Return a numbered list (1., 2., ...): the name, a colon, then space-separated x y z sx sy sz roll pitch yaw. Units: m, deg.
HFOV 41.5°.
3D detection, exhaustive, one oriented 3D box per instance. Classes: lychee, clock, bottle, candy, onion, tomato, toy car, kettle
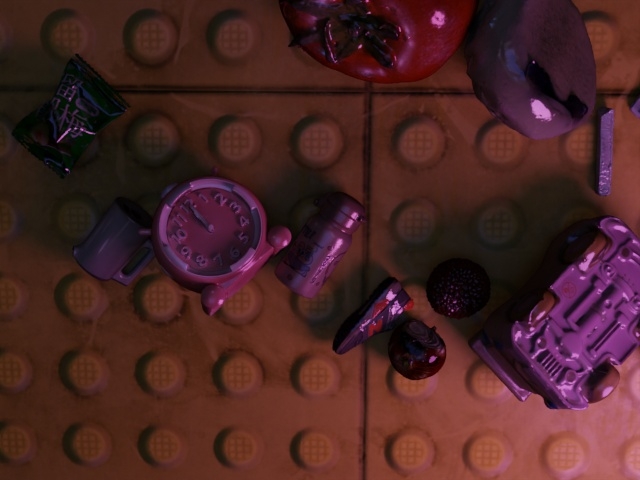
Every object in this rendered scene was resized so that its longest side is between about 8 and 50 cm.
1. lychee: 0.262 0.096 1.630 0.129 0.123 0.123 -37 99 -27
2. clock: -0.213 -0.011 1.617 0.227 0.142 0.241 -43 87 -16
3. bottle: 0.000 0.000 1.637 0.110 0.097 0.209 38 100 23
4. candy: -0.482 -0.237 1.621 0.141 0.078 0.203 42 88 -17
5. onion: 0.188 0.220 1.667 0.117 0.118 0.118 40 101 23
6. tomato: 0.103 -0.437 1.459 0.341 0.272 0.341 16 144 12
7. toy car: 0.476 0.142 1.603 0.242 0.226 0.336 47 73 -6
8. kettle: -0.397 0.003 1.662 0.148 0.127 0.098 -49 63 12

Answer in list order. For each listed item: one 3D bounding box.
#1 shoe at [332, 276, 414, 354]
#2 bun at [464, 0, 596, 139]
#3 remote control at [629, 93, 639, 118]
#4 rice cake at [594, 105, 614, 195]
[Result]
1. shoe: 0.106 0.164 1.675 0.077 0.074 0.194 40 98 -10
2. bun: 0.354 -0.316 1.507 0.187 0.293 0.293 -12 103 43
3. remote control: 0.639 -0.282 1.592 0.053 0.018 0.124 37 100 -5
4. rice cake: 0.541 -0.169 1.609 0.029 0.033 0.170 0 101 2
